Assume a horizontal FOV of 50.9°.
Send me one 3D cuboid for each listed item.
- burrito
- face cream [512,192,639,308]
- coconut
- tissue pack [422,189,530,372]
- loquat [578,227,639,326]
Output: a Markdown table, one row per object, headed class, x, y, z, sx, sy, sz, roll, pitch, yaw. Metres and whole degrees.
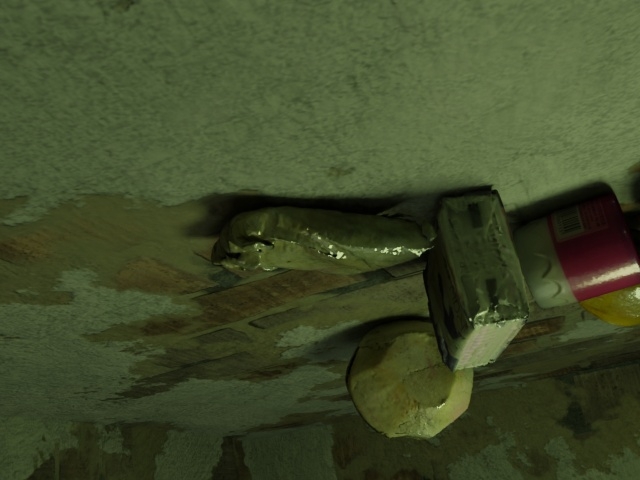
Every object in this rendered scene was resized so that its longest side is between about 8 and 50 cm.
| class | x | y | z | sx | sy | sz | roll | pitch | yaw |
| --- | --- | --- | --- | --- | --- | --- | --- | --- | --- |
| burrito | -0.002 | 0.002 | 1.120 | 0.348 | 0.107 | 0.175 | 0 | 171 | -15 |
| face cream | 0.480 | 0.023 | 1.252 | 0.195 | 0.175 | 0.175 | -20 | 155 | 25 |
| coconut | 0.240 | 0.386 | 1.851 | 0.353 | 0.352 | 0.352 | -8 | 157 | -3 |
| tissue pack | 0.275 | 0.084 | 1.235 | 0.126 | 0.242 | 0.343 | -8 | 157 | -1 |
| loquat | 0.608 | 0.073 | 1.404 | 0.214 | 0.213 | 0.246 | 5 | 171 | -30 |
